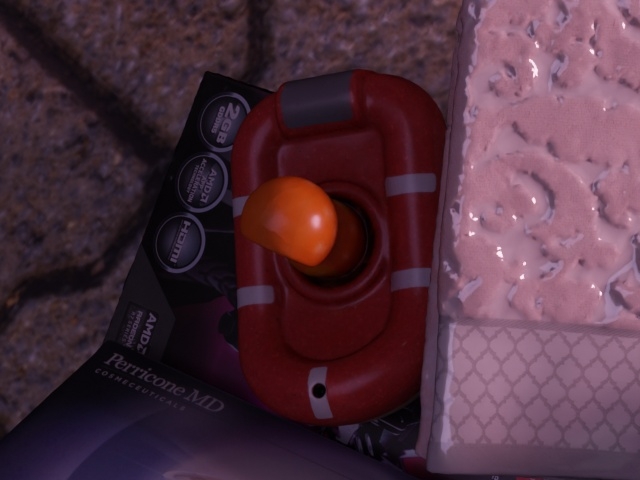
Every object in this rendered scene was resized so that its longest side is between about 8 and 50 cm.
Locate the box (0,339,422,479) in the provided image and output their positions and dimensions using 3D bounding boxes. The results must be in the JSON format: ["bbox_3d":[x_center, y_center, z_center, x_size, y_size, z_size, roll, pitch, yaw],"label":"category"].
[{"bbox_3d":[-0.104,0.253,1.123,0.296,0.294,0.182,21,134,26],"label":"box"}]

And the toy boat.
[{"bbox_3d":[0.000,0.000,1.108,0.151,0.151,0.231,-8,78,24],"label":"toy boat"}]

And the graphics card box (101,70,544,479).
[{"bbox_3d":[0.047,0.047,1.216,0.371,0.094,0.233,22,92,27],"label":"graphics card box"}]

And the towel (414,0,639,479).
[{"bbox_3d":[0.231,-0.001,1.047,0.332,0.053,0.317,6,97,-3],"label":"towel"}]
